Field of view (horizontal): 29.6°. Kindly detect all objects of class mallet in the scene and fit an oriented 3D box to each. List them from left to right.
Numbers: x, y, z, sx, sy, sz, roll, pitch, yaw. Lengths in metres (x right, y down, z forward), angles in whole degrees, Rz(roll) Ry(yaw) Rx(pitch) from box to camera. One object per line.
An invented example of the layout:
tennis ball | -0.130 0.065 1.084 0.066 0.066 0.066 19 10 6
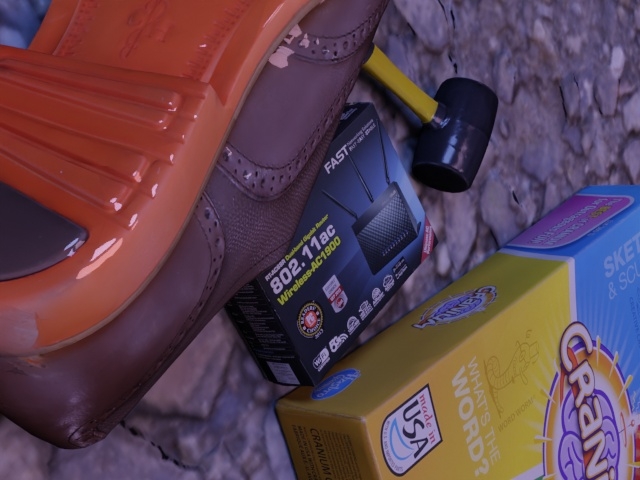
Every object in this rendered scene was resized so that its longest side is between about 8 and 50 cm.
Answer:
mallet | 0.032 -0.104 0.653 0.190 0.039 0.062 44 60 -32

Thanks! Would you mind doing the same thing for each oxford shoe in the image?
oxford shoe | -0.044 -0.076 0.527 0.363 0.130 0.132 -56 153 -31

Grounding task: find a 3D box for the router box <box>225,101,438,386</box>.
router box | 0.000 0.000 0.615 0.122 0.038 0.092 -47 121 -34

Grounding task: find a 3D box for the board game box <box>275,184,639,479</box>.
board game box | 0.131 0.132 0.731 0.316 0.064 0.242 -31 112 -40
